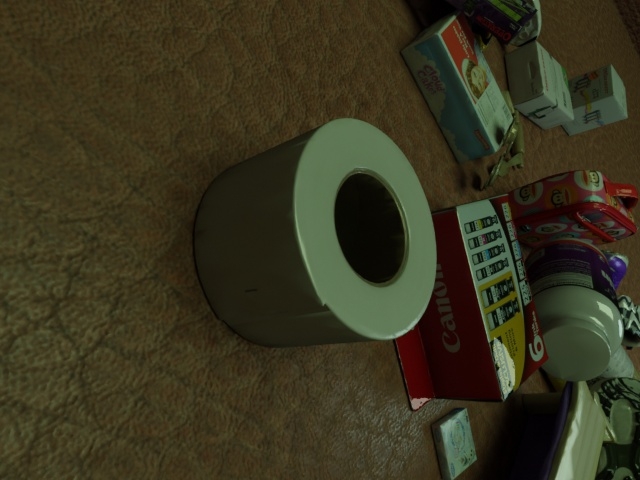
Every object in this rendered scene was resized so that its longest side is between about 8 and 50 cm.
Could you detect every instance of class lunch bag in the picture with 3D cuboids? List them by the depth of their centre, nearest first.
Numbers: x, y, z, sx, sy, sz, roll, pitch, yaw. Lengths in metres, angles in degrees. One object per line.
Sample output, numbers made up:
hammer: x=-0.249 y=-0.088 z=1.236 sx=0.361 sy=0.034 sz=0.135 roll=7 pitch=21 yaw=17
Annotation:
lunch bag: x=0.578 y=-0.064 z=1.189 sx=0.293 sy=0.258 sz=0.120 roll=16 pitch=65 yaw=-42

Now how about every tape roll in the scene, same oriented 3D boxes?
tape roll: x=0.000 y=0.000 z=0.619 sx=0.246 sy=0.169 sz=0.246 roll=14 pitch=70 yaw=-44

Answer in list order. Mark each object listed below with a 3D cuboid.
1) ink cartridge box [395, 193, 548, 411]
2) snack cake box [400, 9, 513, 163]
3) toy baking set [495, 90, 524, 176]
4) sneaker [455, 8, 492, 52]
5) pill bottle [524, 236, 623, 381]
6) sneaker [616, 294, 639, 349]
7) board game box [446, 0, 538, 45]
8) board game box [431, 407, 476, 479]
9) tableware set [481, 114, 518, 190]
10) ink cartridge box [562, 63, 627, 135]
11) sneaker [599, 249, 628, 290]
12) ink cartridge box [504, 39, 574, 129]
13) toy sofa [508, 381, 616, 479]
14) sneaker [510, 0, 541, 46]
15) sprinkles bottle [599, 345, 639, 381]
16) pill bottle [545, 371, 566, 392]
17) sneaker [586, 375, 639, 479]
ink cartridge box: x=0.239 y=0.097 z=0.878 sx=0.272 sy=0.130 sz=0.309 roll=-15 pitch=91 yaw=-47
snack cake box: x=0.284 y=-0.311 z=1.070 sx=0.264 sy=0.089 sz=0.152 roll=56 pitch=47 yaw=-20
toy baking set: x=0.437 y=-0.256 z=1.267 sx=0.197 sy=0.030 sz=0.256 roll=13 pitch=70 yaw=-41
sneaker: x=0.351 y=-0.473 z=1.183 sx=0.088 sy=0.093 sz=0.225 roll=43 pitch=50 yaw=-29
pill bottle: x=0.504 y=0.134 z=1.069 sx=0.181 sy=0.182 sz=0.323 roll=62 pitch=31 yaw=-15
sneaker: x=0.970 y=0.275 z=1.640 sx=0.235 sy=0.094 sz=0.152 roll=29 pitch=61 yaw=-39
board game box: x=0.357 y=-0.522 z=1.132 sx=0.208 sy=0.056 sz=0.347 roll=42 pitch=37 yaw=2
board game box: x=0.224 y=0.337 z=0.875 sx=0.090 sy=0.020 sz=0.090 roll=-7 pitch=84 yaw=-48
tableware set: x=0.373 y=-0.174 z=1.086 sx=0.168 sy=0.020 sz=0.141 roll=-64 pitch=164 yaw=-2
ink cartridge box: x=0.835 y=-0.432 z=1.628 sx=0.127 sy=0.176 sz=0.128 roll=31 pitch=57 yaw=-38
sneaker: x=0.709 y=0.132 z=1.342 sx=0.146 sy=0.102 sz=0.293 roll=-69 pitch=152 yaw=-20
ink cartridge box: x=0.598 y=-0.418 z=1.432 sx=0.220 sy=0.093 sz=0.160 roll=12 pitch=70 yaw=-44
toy sofa: x=0.404 y=0.416 z=0.951 sx=0.362 sy=0.150 sz=0.177 roll=-43 pitch=106 yaw=-44
sneaker: x=0.502 y=-0.697 z=1.378 sx=0.322 sy=0.130 sz=0.236 roll=50 pitch=52 yaw=-18
sprinkles bottle: x=0.724 y=0.308 z=1.344 sx=0.355 sy=0.121 sz=0.121 roll=46 pitch=50 yaw=-28
pill bottle: x=0.560 y=0.313 z=1.209 sx=0.116 sy=0.065 sz=0.065 roll=56 pitch=46 yaw=-20
sneaker: x=0.658 y=0.495 z=1.208 sx=0.182 sy=0.158 sz=0.409 roll=-21 pitch=115 yaw=-83
